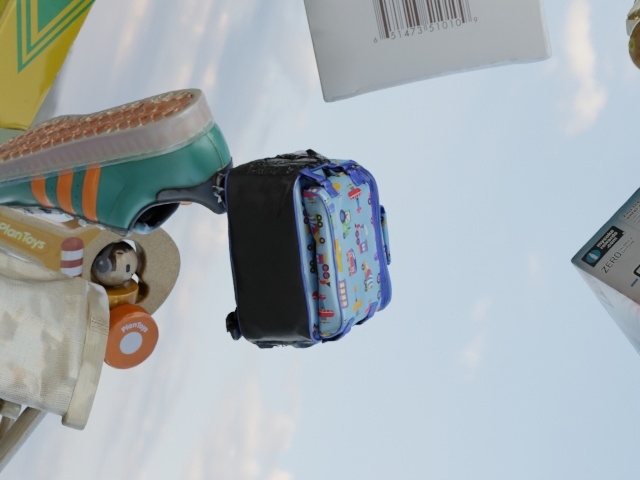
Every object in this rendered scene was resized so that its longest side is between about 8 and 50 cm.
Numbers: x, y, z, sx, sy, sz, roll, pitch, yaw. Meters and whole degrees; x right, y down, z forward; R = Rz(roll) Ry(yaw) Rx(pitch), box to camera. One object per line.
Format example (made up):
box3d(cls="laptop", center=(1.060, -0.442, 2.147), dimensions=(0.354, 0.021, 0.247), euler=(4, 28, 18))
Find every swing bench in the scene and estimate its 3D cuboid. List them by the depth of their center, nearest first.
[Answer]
box3d(cls="swing bench", center=(-0.336, 0.075, 1.296), dimensions=(0.254, 0.253, 0.165), euler=(-35, -142, 53))

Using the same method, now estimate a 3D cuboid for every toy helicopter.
box3d(cls="toy helicopter", center=(-0.312, -0.004, 1.896), dimensions=(0.235, 0.355, 0.140), euler=(-57, -137, 7))

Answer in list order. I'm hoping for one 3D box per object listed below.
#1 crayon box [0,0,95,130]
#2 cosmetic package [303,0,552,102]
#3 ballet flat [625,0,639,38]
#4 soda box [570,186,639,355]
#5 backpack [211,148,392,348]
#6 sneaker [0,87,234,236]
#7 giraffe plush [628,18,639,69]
box3d(cls="crayon box", center=(-0.248, -0.227, 1.132), dimensions=(0.202, 0.081, 0.318), euler=(51, -58, 28))
box3d(cls="cosmetic package", center=(0.105, -0.250, 1.516), dimensions=(0.385, 0.217, 0.156), euler=(-57, 136, -76))
box3d(cls="ballet flat", center=(0.360, -0.231, 1.633), dimensions=(0.213, 0.068, 0.072), euler=(-116, -167, -70))
box3d(cls="soda box", center=(0.176, 0.051, 0.623), dimensions=(0.058, 0.183, 0.063), euler=(-45, -141, -5))
box3d(cls="backpack", center=(0.000, 0.000, 1.289), dimensions=(0.173, 0.116, 0.158), euler=(-22, 109, -61))
box3d(cls="sneaker", center=(-0.210, -0.053, 1.440), dimensions=(0.302, 0.121, 0.108), euler=(-7, -153, 36))
box3d(cls="giraffe plush", center=(0.347, -0.198, 1.389), dimensions=(0.210, 0.181, 0.171), euler=(-108, -154, -54))
